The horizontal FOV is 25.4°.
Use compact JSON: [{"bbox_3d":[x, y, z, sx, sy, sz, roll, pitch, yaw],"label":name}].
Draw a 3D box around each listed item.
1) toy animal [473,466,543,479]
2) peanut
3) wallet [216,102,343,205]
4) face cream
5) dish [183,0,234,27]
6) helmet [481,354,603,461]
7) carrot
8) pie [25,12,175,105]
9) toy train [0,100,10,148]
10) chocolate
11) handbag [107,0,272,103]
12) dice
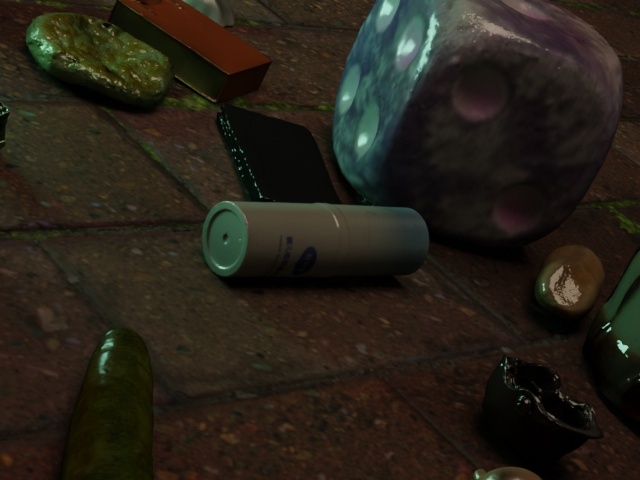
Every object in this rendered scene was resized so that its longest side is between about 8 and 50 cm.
[{"bbox_3d":[0.159,0.232,1.143,0.089,0.083,0.150,62,-2,-25],"label":"toy animal"},{"bbox_3d":[0.286,0.051,1.639,0.076,0.076,0.152,30,22,9],"label":"peanut"},{"bbox_3d":[-0.042,-0.084,1.645,0.124,0.025,0.244,14,25,-23],"label":"wallet"},{"bbox_3d":[0.000,0.000,1.456,0.250,0.077,0.077,0,35,-42],"label":"face cream"},{"bbox_3d":[-0.180,-0.355,2.037,0.137,0.039,0.091,23,25,-9],"label":"dish"},{"bbox_3d":[0.199,0.165,1.326,0.098,0.070,0.123,15,29,-42],"label":"helmet"},{"bbox_3d":[-0.149,0.155,1.017,0.074,0.074,0.358,18,24,-16],"label":"carrot"},{"bbox_3d":[-0.259,-0.214,1.679,0.187,0.041,0.187,22,24,-10],"label":"pie"},{"bbox_3d":[-0.345,-0.127,1.406,0.038,0.056,0.093,-24,51,-38],"label":"toy train"},{"bbox_3d":[0.438,0.106,1.533,0.284,0.186,0.283,21,25,-11],"label":"chocolate"},{"bbox_3d":[-0.172,-0.253,1.825,0.190,0.063,0.127,35,26,11],"label":"handbag"},{"bbox_3d":[0.186,-0.167,1.733,0.270,0.271,0.270,17,26,-19],"label":"dice"}]
